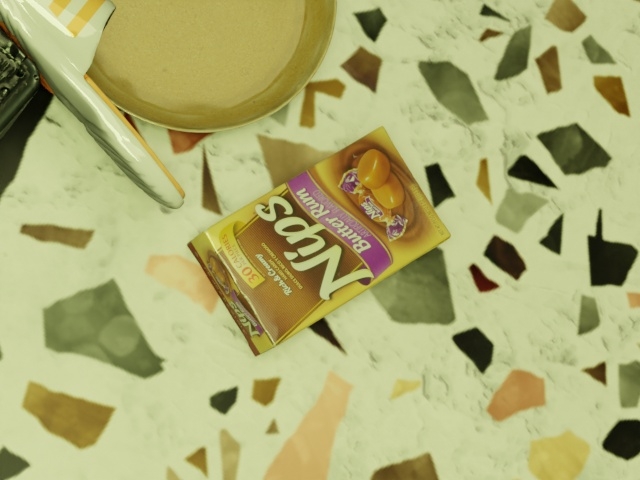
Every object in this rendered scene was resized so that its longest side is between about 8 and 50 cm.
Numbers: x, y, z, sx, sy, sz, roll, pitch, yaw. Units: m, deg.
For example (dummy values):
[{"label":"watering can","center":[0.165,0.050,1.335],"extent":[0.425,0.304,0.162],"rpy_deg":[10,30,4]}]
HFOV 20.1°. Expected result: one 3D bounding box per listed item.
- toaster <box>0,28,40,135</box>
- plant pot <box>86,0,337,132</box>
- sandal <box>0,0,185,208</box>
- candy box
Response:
[{"label":"toaster","center":[-0.316,-0.114,1.335],"extent":[0.168,0.110,0.185],"rpy_deg":[40,66,-7]},{"label":"plant pot","center":[-0.104,-0.199,1.468],"extent":[0.236,0.032,0.236],"rpy_deg":[2,80,-13]},{"label":"sandal","center":[-0.177,-0.141,1.377],"extent":[0.076,0.102,0.265],"rpy_deg":[-43,100,-11]},{"label":"candy box","center":[0.000,0.000,1.456],"extent":[0.187,0.053,0.109],"rpy_deg":[-32,89,-24]}]
